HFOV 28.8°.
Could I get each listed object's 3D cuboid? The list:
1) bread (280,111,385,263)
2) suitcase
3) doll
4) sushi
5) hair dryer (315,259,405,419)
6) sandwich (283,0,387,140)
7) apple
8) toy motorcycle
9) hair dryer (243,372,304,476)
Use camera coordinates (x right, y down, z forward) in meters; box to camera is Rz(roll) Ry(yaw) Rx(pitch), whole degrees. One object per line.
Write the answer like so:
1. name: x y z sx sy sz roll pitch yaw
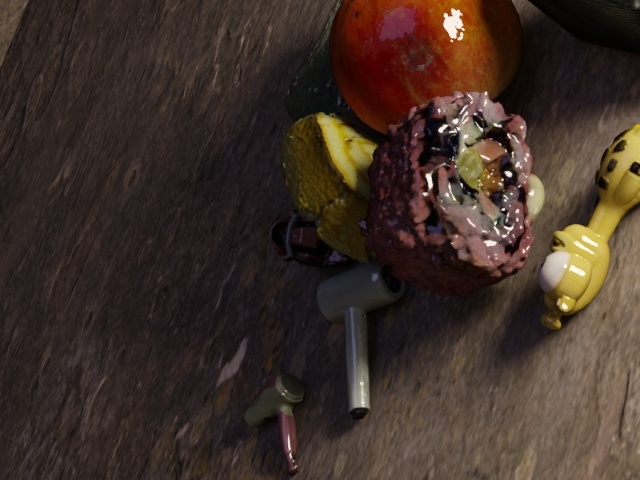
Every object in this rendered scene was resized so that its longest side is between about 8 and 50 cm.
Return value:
1. bread: 0.053 -0.088 1.872 0.257 0.186 0.124 50 127 28
2. suitcase: 0.392 -0.336 1.636 0.312 0.202 0.128 31 93 55
3. doll: 0.352 -0.020 1.584 0.291 0.086 0.117 -61 -5 4
4. sushi: 0.193 -0.067 1.689 0.171 0.236 0.270 135 148 -62
5. hair dryer: 0.059 0.149 1.849 0.131 0.073 0.236 -23 53 40
6. sandwich: 0.074 -0.281 2.049 0.301 0.099 0.271 -61 41 17
7. apple: 0.140 -0.282 1.822 0.293 0.251 0.163 -25 4 18
8. toy motorcycle: 0.000 0.000 1.973 0.212 0.118 0.084 -1 76 50
9. hair dryer: -0.063 0.292 1.926 0.106 0.054 0.154 -46 43 28
